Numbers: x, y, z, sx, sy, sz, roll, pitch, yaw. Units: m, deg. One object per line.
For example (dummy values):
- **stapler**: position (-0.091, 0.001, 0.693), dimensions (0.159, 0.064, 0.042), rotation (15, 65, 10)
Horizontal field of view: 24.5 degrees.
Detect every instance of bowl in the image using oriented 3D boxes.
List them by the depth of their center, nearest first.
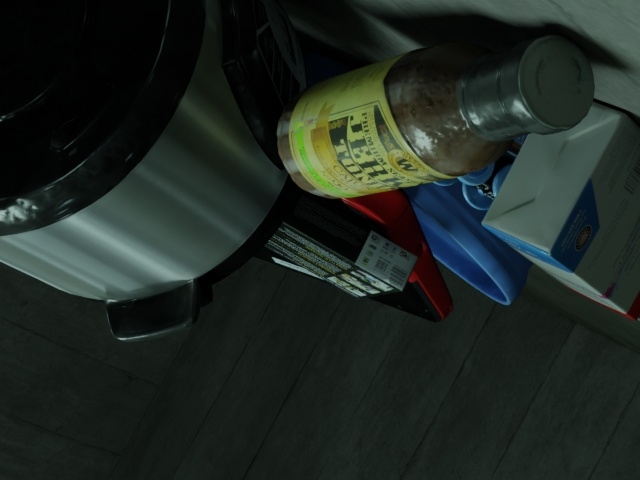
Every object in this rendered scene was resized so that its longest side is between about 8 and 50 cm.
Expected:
- **bowl**: position (0.102, -0.079, 1.765), dimensions (0.391, 0.077, 0.391), rotation (41, 177, 2)

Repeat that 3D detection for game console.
- **game console**: position (-0.045, -0.038, 1.738), dimensions (0.387, 0.060, 0.342), rotation (20, 164, 26)

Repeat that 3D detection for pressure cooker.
- **pressure cooker**: position (-0.208, -0.136, 1.411), dimensions (0.376, 0.369, 0.420), rotation (32, 176, 25)

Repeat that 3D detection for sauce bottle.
- **sauce bottle**: position (0.084, -0.102, 1.188), dimensions (0.111, 0.111, 0.344), rotation (29, 162, -22)

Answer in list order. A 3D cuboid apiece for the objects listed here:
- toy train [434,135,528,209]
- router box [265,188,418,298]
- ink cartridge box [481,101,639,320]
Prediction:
- **toy train**: position (0.174, -0.076, 1.337), dimensions (0.184, 0.105, 0.080), rotation (29, 169, -23)
- **router box**: position (0.000, 0.000, 1.588), dimensions (0.179, 0.046, 0.133), rotation (30, 165, -14)
- **ink cartridge box**: position (0.249, -0.020, 1.281), dimensions (0.078, 0.134, 0.231), rotation (26, 177, 39)
